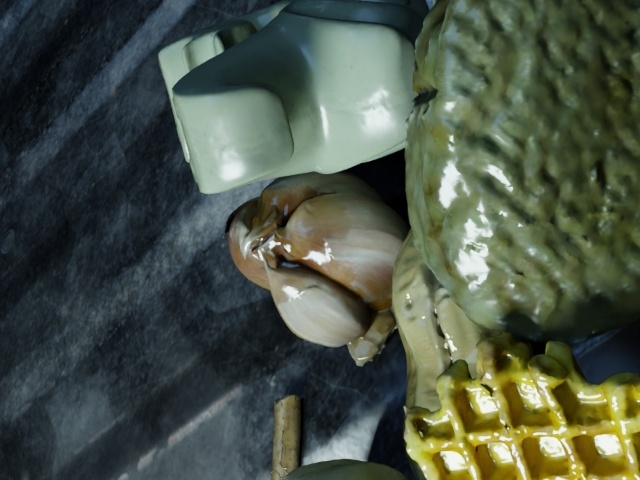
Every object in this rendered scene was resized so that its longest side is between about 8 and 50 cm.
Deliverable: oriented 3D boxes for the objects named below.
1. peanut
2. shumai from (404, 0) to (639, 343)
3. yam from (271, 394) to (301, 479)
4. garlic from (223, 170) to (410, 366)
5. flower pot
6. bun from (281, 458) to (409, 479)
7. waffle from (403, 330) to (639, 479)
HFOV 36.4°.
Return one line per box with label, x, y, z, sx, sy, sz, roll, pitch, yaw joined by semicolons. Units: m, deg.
peanut;0.127;0.097;0.849;0.130;0.130;0.290;-24;60;38
shumai;0.171;-0.091;0.802;0.288;0.291;0.330;-162;87;-71
yam;-0.037;0.237;1.034;0.032;0.032;0.145;-15;65;42
garlic;0.000;0.000;0.999;0.160;0.191;0.214;-40;38;5
flower pot;-0.019;-0.148;0.941;0.367;0.254;0.165;-130;26;-71
bun;0.050;0.282;0.823;0.231;0.133;0.231;47;149;42
waffle;0.176;0.207;0.700;0.283;0.065;0.309;32;119;14
